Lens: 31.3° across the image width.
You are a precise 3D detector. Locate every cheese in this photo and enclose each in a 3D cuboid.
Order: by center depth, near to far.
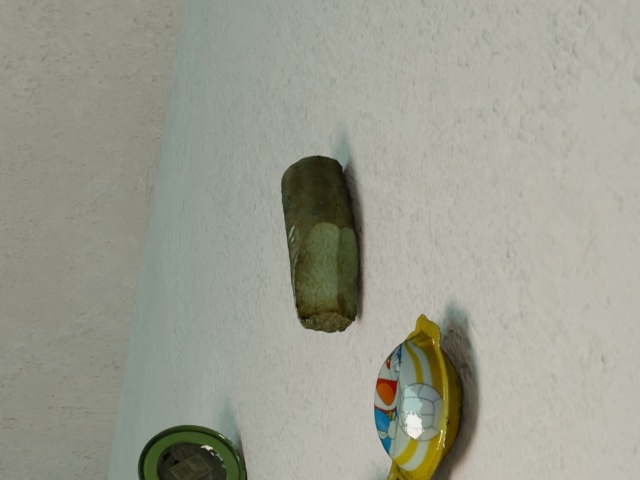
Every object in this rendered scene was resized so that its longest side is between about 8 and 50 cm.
[{"bbox_3d":[0.102,0.218,1.267,0.177,0.069,0.270,-143,59,-70],"label":"cheese"}]

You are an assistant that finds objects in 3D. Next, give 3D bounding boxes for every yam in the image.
[{"bbox_3d":[0.000,0.000,1.604,0.106,0.106,0.259,113,155,-47],"label":"yam"}]

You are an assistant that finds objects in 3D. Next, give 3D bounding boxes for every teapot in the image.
[{"bbox_3d":[-0.253,0.550,2.200,0.270,0.200,0.337,45,140,24],"label":"teapot"}]
